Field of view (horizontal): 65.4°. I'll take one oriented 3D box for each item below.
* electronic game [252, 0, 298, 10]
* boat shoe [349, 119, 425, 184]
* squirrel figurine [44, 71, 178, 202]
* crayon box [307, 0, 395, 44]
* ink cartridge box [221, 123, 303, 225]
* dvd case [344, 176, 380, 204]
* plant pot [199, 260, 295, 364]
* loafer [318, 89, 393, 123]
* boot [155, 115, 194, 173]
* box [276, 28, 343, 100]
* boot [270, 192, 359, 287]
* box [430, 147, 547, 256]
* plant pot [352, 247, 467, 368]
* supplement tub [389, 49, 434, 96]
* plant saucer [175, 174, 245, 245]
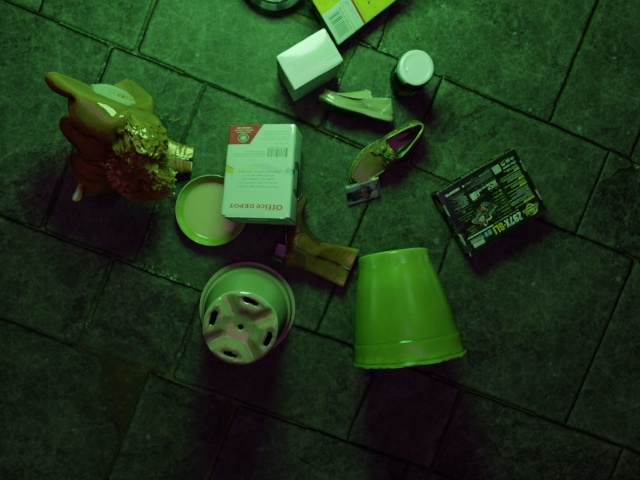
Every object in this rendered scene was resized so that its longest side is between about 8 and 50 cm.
[{"bbox_3d":[-0.149,-0.863,1.601,0.230,0.048,0.229,-1,115,-2],"label":"electronic game"},{"bbox_3d":[0.221,-0.303,1.695,0.307,0.104,0.110,-43,97,1],"label":"boat shoe"},{"bbox_3d":[-0.635,-0.257,1.521,0.397,0.281,0.370,37,118,14],"label":"squirrel figurine"},{"bbox_3d":[0.123,-0.820,1.622,0.319,0.081,0.202,-36,121,3],"label":"crayon box"},{"bbox_3d":[-0.184,-0.210,1.610,0.226,0.131,0.306,3,83,10],"label":"ink cartridge box"},{"bbox_3d":[0.146,-0.170,1.717,0.120,0.087,0.013,-17,50,-4],"label":"dvd case"},{"bbox_3d":[-0.246,0.248,1.598,0.334,0.305,0.333,0,94,-4],"label":"plant pot"},{"bbox_3d":[0.124,-0.467,1.687,0.269,0.102,0.091,13,91,-14],"label":"loafer"},{"bbox_3d":[-0.499,-0.317,1.666,0.153,0.073,0.197,2,100,-7],"label":"boot"},{"bbox_3d":[-0.039,-0.565,1.622,0.182,0.181,0.119,-31,95,-2],"label":"box"},{"bbox_3d":[0.000,0.000,1.706,0.281,0.096,0.264,18,89,-7],"label":"boot"},{"bbox_3d":[0.589,-0.134,1.747,0.322,0.079,0.257,-31,97,-2],"label":"box"},{"bbox_3d":[0.265,0.211,1.636,0.367,0.366,0.352,-7,82,-4],"label":"plant pot"},{"bbox_3d":[0.293,-0.544,1.642,0.117,0.190,0.116,0,94,-5],"label":"supplement tub"},{"bbox_3d":[-0.369,-0.102,1.701,0.241,0.037,0.240,0,93,-4],"label":"plant saucer"}]
